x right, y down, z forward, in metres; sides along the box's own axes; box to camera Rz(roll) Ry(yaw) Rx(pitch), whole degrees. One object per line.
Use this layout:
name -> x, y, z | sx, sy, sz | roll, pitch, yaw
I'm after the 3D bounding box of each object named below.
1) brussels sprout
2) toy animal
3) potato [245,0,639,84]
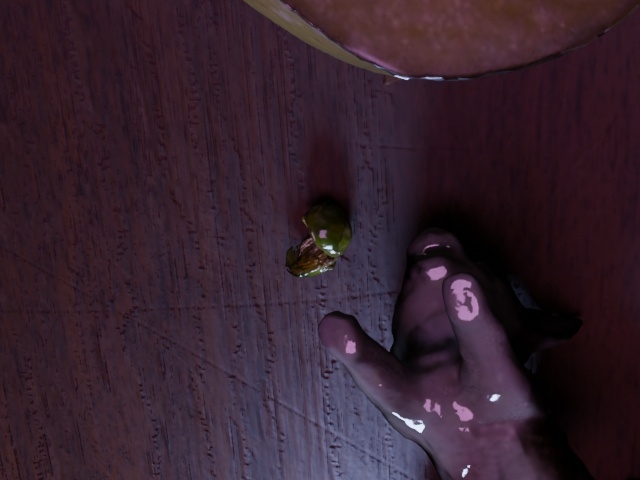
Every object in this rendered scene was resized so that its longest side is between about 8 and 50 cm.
brussels sprout -> 0.001, 0.001, 1.597 | 0.051, 0.046, 0.083 | 19, 138, -6
toy animal -> 0.148, 0.151, 1.571 | 0.194, 0.303, 0.344 | -16, 97, 18
potato -> 0.038, -0.331, 1.196 | 0.385, 0.319, 0.442 | -38, 106, -10
